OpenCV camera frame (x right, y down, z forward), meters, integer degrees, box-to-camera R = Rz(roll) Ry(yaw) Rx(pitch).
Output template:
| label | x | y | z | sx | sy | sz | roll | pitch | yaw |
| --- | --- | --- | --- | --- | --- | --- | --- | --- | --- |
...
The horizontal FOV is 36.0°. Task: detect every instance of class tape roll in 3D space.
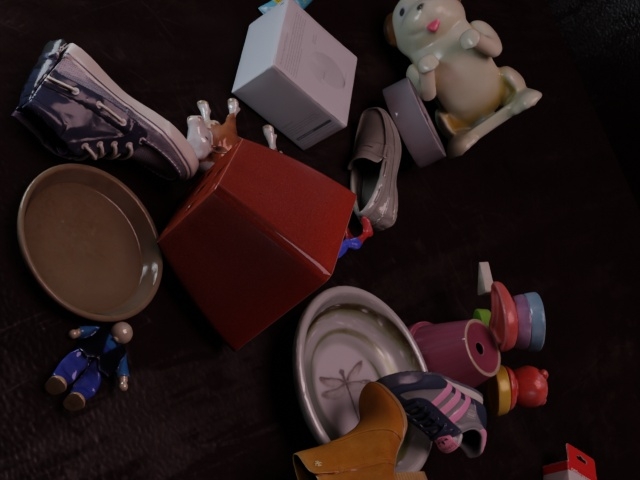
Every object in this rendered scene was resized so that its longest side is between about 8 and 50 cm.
| label | x | y | z | sx | sy | sz | roll | pitch | yaw |
| --- | --- | --- | --- | --- | --- | --- | --- | --- | --- |
| tape roll | 0.231 | -0.289 | 2.426 | 0.219 | 0.072 | 0.219 | 60 | 12 | -21 |

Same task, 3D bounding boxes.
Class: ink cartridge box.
| label | x | y | z | sx | sy | sz | roll | pitch | yaw |
| --- | --- | --- | --- | --- | --- | --- | --- | --- | --- |
| ink cartridge box | 0.611 | 0.628 | 2.398 | 0.134 | 0.078 | 0.231 | 34 | 46 | -34 |

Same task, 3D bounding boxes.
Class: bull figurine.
| label | x | y | z | sx | sy | sz | roll | pitch | yaw |
| --- | --- | --- | --- | --- | --- | --- | --- | --- | --- |
| bull figurine | -0.170 | -0.172 | 1.918 | 0.310 | 0.101 | 0.188 | 41 | 40 | -44 |

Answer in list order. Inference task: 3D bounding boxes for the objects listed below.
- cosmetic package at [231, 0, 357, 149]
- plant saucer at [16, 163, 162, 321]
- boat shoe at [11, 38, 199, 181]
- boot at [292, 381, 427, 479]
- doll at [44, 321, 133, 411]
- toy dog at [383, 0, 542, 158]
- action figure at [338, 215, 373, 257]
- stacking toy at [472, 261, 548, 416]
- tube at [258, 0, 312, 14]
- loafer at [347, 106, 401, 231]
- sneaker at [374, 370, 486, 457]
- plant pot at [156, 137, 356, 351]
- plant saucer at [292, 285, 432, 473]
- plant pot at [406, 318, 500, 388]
| label | x | y | z | sx | sy | sz | roll | pitch | yaw |
| --- | --- | --- | --- | --- | --- | --- | --- | --- | --- |
| cosmetic package | -0.053 | -0.362 | 2.147 | 0.224 | 0.138 | 0.224 | 38 | 44 | -31 |
| plant saucer | -0.381 | 0.006 | 1.625 | 0.278 | 0.041 | 0.278 | 26 | 51 | -38 |
| boat shoe | -0.372 | -0.175 | 1.697 | 0.340 | 0.127 | 0.158 | 40 | 56 | -24 |
| boot | 0.050 | 0.359 | 1.713 | 0.211 | 0.104 | 0.295 | 1 | 36 | -21 |
| doll | -0.350 | 0.191 | 1.547 | 0.129 | 0.046 | 0.189 | 45 | 34 | -8 |
| toy dog | 0.355 | -0.488 | 2.595 | 0.408 | 0.284 | 0.395 | 54 | 21 | -12 |
| action figure | 0.000 | 0.000 | 2.039 | 0.139 | 0.091 | 0.280 | 61 | 36 | -14 |
| stacking toy | 0.444 | 0.214 | 2.252 | 0.279 | 0.130 | 0.309 | -99 | -172 | -57 |
| tube | -0.071 | -0.557 | 2.324 | 0.080 | 0.052 | 0.207 | 45 | 46 | -8 |
| loafer | 0.120 | -0.177 | 2.266 | 0.111 | 0.112 | 0.319 | 32 | 47 | -46 |
| sneaker | 0.226 | 0.341 | 1.921 | 0.319 | 0.112 | 0.131 | 22 | 51 | -40 |
| plant pot | -0.128 | -0.016 | 1.750 | 0.236 | 0.267 | 0.267 | 41 | 34 | -15 |
| plant saucer | 0.066 | 0.292 | 1.935 | 0.400 | 0.100 | 0.400 | 27 | 50 | -37 |
| plant pot | 0.282 | 0.258 | 2.144 | 0.201 | 0.180 | 0.201 | 28 | 50 | -39 |
